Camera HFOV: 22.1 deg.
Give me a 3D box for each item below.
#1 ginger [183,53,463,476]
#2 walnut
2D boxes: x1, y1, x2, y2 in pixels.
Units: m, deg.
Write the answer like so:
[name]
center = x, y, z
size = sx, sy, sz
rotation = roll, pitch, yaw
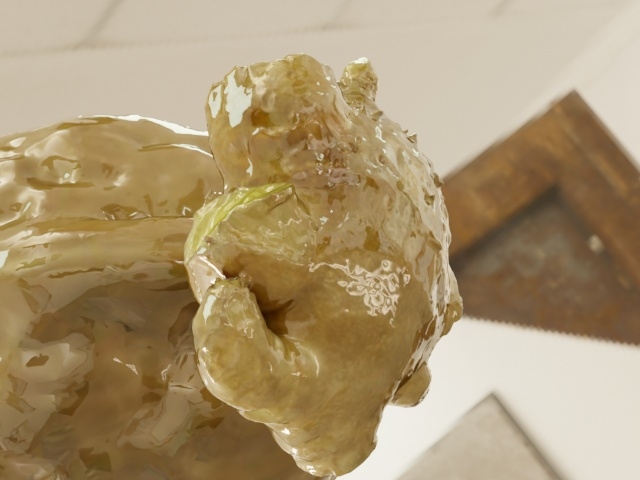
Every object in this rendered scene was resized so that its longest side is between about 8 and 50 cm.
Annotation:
[ginger]
center = 0.000, 0.000, 0.760
size = 0.102, 0.216, 0.157
rotation = -21, -45, 38
[walnut]
center = -0.143, 0.085, 1.267
size = 0.383, 0.383, 0.383
rotation = -35, -15, -11
